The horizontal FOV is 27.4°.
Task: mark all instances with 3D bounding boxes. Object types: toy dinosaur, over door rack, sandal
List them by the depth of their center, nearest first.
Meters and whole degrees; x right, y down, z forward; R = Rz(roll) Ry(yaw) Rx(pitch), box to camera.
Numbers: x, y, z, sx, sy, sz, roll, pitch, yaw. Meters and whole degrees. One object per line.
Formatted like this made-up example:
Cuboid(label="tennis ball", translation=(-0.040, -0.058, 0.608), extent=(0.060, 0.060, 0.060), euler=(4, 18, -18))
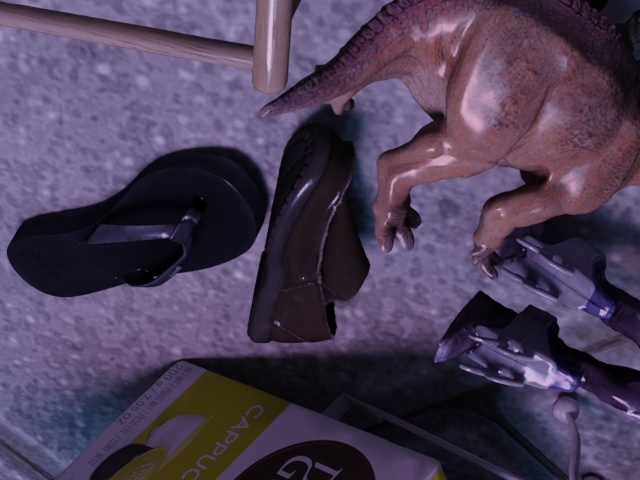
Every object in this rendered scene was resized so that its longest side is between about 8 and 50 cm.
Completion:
Cuboid(label="toy dinosaur", translation=(0.118, -0.085, 0.677), extent=(0.295, 0.127, 0.200), euler=(16, 141, -29))
Cuboid(label="sandal", translation=(-0.143, 0.005, 1.007), extent=(0.254, 0.054, 0.097), euler=(-20, 125, 36))
Cuboid(label="over door rack", translation=(0.171, 0.233, 1.104), extent=(0.324, 0.108, 0.239), euler=(9, 139, 34))

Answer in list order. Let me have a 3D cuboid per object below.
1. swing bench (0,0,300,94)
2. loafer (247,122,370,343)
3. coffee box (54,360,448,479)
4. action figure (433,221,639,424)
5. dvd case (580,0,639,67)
Cuboid(label="swing bench", translation=(-0.118, -0.238, 0.659), extent=(0.253, 0.165, 0.255), euler=(11, 137, 11))
Cuboid(label="loafer", translation=(0.000, 0.000, 0.941), extent=(0.078, 0.080, 0.220), euler=(11, 144, -4))
Cuboid(label="coffee box", translation=(-0.054, 0.355, 1.041), extent=(0.334, 0.337, 0.338), euler=(14, 141, 48))
Cuboid(label="action figure", translation=(0.226, 0.093, 0.845), extent=(0.285, 0.099, 0.185), euler=(27, 107, 18))
Cuboid(label="dvd case", translation=(0.183, -0.148, 0.738), extent=(0.238, 0.029, 0.179), euler=(-27, 120, 39))
